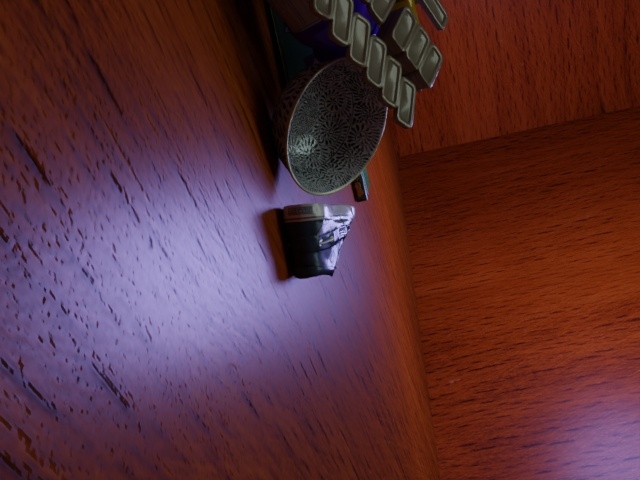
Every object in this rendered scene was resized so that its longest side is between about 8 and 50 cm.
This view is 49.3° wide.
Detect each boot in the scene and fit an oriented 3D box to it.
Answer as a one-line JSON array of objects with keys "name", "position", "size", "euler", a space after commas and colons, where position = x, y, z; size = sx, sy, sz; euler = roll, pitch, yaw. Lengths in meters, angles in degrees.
[{"name": "boot", "position": [0.000, 0.000, 0.859], "size": [0.190, 0.069, 0.086], "euler": [-6, 92, -72]}]

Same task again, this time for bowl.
[{"name": "bowl", "position": [-0.004, -0.148, 0.843], "size": [0.080, 0.170, 0.170], "euler": [30, -24, 36]}]

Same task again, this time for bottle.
[{"name": "bottle", "position": [-0.008, -0.292, 0.816], "size": [0.283, 0.092, 0.118], "euler": [45, 36, -39]}]

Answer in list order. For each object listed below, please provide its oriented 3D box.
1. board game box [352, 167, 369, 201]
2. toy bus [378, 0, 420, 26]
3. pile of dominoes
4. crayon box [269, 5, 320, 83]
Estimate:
[{"name": "board game box", "position": [0.067, -0.227, 1.550], "size": [0.136, 0.030, 0.259], "euler": [-78, 155, -70]}, {"name": "toy bus", "position": [0.112, -0.378, 1.125], "size": [0.202, 0.104, 0.190], "euler": [-10, 87, -79]}, {"name": "pile of dominoes", "position": [0.052, -0.270, 0.797], "size": [0.251, 0.040, 0.196], "euler": [45, 55, -31]}, {"name": "crayon box", "position": [0.000, -0.340, 1.082], "size": [0.313, 0.106, 0.362], "euler": [-21, 98, -79]}]
